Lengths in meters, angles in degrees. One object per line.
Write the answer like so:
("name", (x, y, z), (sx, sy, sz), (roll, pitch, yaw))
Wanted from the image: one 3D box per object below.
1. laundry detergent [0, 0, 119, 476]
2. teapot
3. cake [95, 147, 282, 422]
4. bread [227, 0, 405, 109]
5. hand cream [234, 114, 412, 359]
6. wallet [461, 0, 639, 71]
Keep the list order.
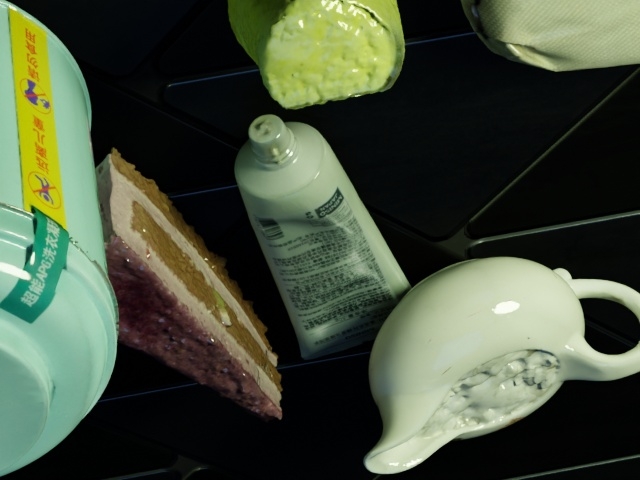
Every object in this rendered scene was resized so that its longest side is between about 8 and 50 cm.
("laundry detergent", (-0.298, 0.012, 1.396), (0.287, 0.305, 0.287), (-7, 136, -7))
("teapot", (0.156, 0.104, 1.711), (0.298, 0.139, 0.204), (-25, 142, -3))
("cake", (-0.130, 0.055, 1.625), (0.112, 0.116, 0.295), (-28, 132, 21))
("bread", (-0.002, -0.169, 1.425), (0.129, 0.114, 0.111), (-16, 130, -2))
("hand cream", (0.000, 0.000, 1.645), (0.124, 0.078, 0.341), (-20, 144, 4))
("wallet", (0.230, -0.256, 1.416), (0.274, 0.068, 0.335), (-12, 131, 1))
